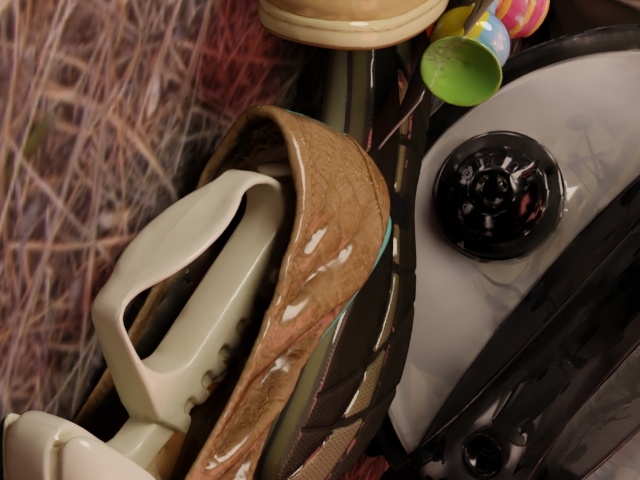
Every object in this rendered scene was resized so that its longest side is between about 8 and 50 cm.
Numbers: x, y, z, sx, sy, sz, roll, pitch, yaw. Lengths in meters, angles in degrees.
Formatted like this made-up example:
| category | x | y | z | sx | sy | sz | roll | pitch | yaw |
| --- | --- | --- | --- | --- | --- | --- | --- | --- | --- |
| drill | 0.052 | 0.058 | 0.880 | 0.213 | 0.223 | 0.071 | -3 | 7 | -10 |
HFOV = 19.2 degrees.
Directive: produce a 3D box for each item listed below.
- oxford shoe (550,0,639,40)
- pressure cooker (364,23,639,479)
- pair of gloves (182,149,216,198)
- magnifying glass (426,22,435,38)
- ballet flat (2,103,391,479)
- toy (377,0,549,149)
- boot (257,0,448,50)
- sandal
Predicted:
| category | x | y | z | sx | sy | sz | roll | pitch | yaw |
| --- | --- | --- | --- | --- | --- | --- | --- | --- | --- |
| oxford shoe | 0.257 | -0.126 | 1.504 | 0.449 | 0.169 | 0.130 | 40 | 72 | -74 |
| pressure cooker | 0.206 | 0.057 | 1.215 | 0.420 | 0.375 | 0.370 | 23 | 67 | -74 |
| pair of gloves | -0.062 | 0.002 | 0.989 | 0.074 | 0.010 | 0.083 | -60 | 159 | -28 |
| magnifying glass | 0.063 | -0.161 | 1.159 | 0.092 | 0.026 | 0.231 | -32 | 135 | -61 |
| ballet flat | -0.076 | 0.078 | 0.894 | 0.342 | 0.116 | 0.124 | -60 | 138 | -17 |
| toy | 0.109 | -0.148 | 1.046 | 0.137 | 0.056 | 0.237 | -52 | -174 | 40 |
| boot | 0.043 | -0.226 | 0.927 | 0.262 | 0.095 | 0.203 | -53 | 155 | -49 |
| sandal | 0.001 | -0.001 | 1.063 | 0.120 | 0.086 | 0.303 | 40 | 56 | -65 |
